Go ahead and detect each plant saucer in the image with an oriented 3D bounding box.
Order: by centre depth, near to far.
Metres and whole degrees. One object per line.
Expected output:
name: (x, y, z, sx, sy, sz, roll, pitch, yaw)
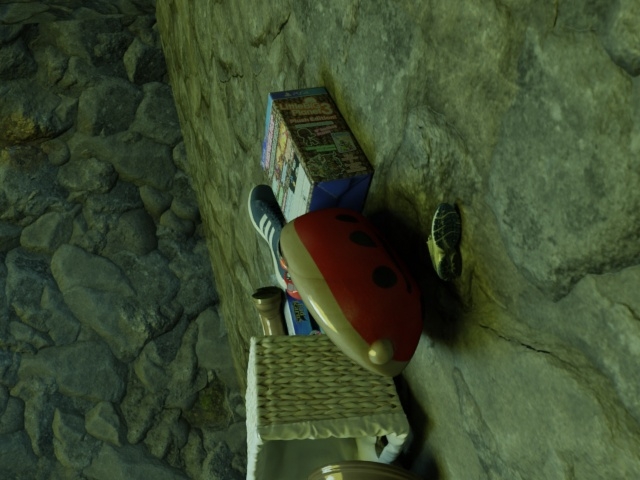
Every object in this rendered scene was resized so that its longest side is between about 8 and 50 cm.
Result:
plant saucer: (0.104, 0.555, 1.315, 0.278, 0.277, 0.041, 101, 180, -47)
plant saucer: (0.003, 0.252, 1.771, 0.192, 0.018, 0.067, 135, 121, -68)

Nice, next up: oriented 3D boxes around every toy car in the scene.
toy car: (-0.006, 0.128, 1.381, 0.238, 0.053, 0.225, 27, 172, 16)

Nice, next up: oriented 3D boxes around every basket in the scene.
basket: (-0.006, 0.401, 1.400, 0.328, 0.331, 0.267, 101, 165, -46)

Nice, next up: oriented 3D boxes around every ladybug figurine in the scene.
ladybug figurine: (0.072, 0.072, 1.161, 0.305, 0.162, 0.449, 39, -167, -31)

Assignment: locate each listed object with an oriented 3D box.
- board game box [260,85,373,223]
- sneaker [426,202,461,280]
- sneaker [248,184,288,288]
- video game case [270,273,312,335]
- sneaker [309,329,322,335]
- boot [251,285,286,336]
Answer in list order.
board game box: (-0.020, -0.168, 1.411, 0.232, 0.141, 0.291, 104, 148, -51)
sneaker: (0.203, -0.001, 1.038, 0.058, 0.052, 0.135, -137, 40, -64)
sneaker: (-0.101, -0.039, 1.752, 0.350, 0.131, 0.148, 63, 149, 21)
video game case: (-0.086, 0.227, 1.899, 0.244, 0.061, 0.270, 158, 100, -76)
sneaker: (0.008, 0.310, 1.734, 0.119, 0.047, 0.057, 55, 169, 17)
boot: (-0.136, 0.282, 1.852, 0.236, 0.089, 0.270, -107, 7, -87)
